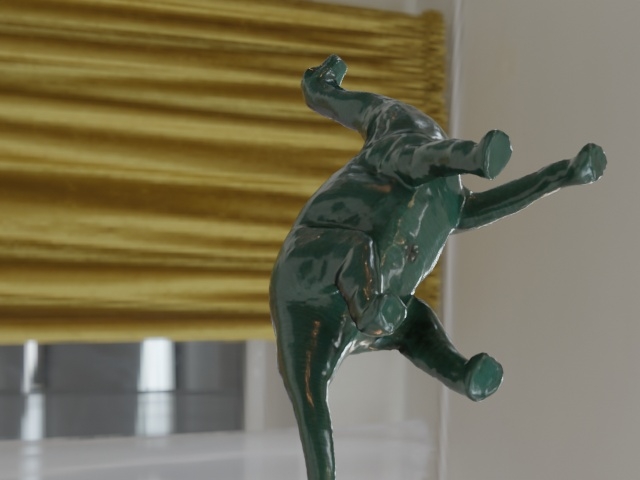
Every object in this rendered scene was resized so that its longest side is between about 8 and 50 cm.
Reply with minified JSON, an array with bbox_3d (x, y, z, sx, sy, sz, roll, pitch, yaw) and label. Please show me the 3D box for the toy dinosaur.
[{"bbox_3d":[0.000,0.000,0.837,0.331,0.129,0.383,9,-126,49],"label":"toy dinosaur"}]
